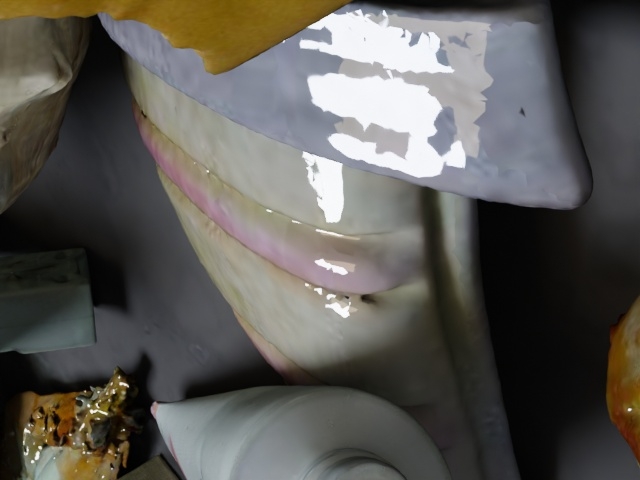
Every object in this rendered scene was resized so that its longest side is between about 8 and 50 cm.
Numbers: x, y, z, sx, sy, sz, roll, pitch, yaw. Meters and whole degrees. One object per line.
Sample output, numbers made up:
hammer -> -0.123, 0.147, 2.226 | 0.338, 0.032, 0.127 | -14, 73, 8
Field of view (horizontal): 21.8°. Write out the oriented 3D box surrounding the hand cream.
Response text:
hand cream -> -0.018, 0.107, 0.662 | 0.124, 0.077, 0.340 | 52, 165, 0

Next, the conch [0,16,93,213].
conch -> -0.181, -0.112, 0.661 | 0.210, 0.352, 0.297 | -9, 104, 19

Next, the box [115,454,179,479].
box -> -0.114, 0.161, 0.868 | 0.035, 0.079, 0.083 | 48, 138, 17

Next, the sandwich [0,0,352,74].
sandwich -> -0.006, -0.154, 0.448 | 0.198, 0.227, 0.155 | 125, 138, -59

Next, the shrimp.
shrimp -> -0.139, 0.115, 0.900 | 0.091, 0.043, 0.184 | 60, 143, 10

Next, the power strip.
power strip -> -0.186, 0.031, 0.827 | 0.216, 0.145, 0.061 | -112, 18, -61

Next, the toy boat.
toy boat -> -0.010, -0.030, 0.630 | 0.276, 0.111, 0.293 | 47, 149, 31

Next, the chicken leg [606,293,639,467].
chicken leg -> 0.217, 0.079, 0.399 | 0.361, 0.140, 0.212 | 16, 114, 47
